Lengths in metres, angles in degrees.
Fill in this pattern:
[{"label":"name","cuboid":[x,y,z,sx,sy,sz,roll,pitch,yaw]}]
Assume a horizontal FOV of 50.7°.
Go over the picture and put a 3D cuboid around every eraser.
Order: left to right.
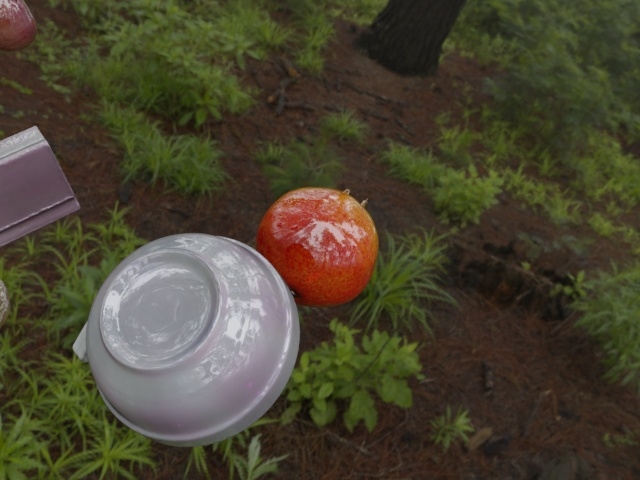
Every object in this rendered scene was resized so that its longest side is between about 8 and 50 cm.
[{"label":"eraser","cuboid":[-0.893,-0.123,1.880,0.359,0.272,0.122,-29,54,-19]}]

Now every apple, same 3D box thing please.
[{"label":"apple","cuboid":[-0.711,-0.496,1.509,0.120,0.153,0.153,-31,61,-8]}]

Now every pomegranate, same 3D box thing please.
[{"label":"pomegranate","cuboid":[0.000,0.000,1.212,0.221,0.221,0.256,33,46,5]}]

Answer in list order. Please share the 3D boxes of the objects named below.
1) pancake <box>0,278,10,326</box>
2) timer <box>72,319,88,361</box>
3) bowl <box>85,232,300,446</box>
[{"label":"pancake","cuboid":[-0.915,0.158,1.795,0.222,0.042,0.236,66,15,6]},{"label":"timer","cuboid":[-0.514,0.213,1.742,0.078,0.253,0.178,50,34,19]},{"label":"bowl","cuboid":[-0.180,0.109,0.873,0.287,0.143,0.286,-5,63,10]}]
